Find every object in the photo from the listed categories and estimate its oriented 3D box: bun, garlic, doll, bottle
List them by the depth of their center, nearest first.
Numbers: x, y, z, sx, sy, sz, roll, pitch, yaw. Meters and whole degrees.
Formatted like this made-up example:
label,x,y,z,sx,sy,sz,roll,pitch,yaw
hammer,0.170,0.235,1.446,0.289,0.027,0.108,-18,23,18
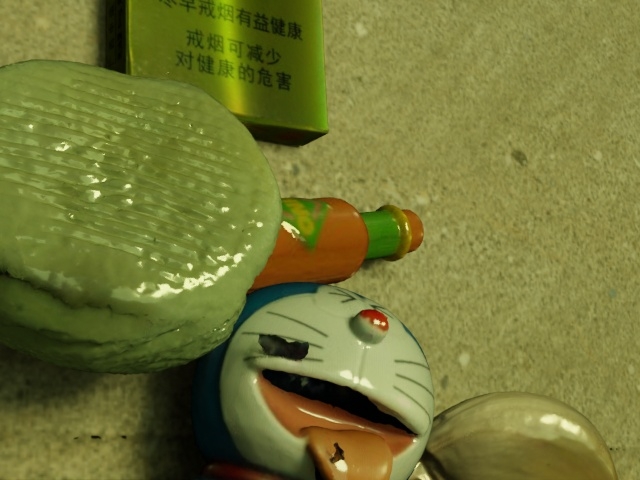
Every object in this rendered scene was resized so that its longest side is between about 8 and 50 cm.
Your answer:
label,x,y,z,sx,sy,sz,roll,pitch,yaw
bun,-0.132,-0.010,0.662,0.221,0.108,0.221,12,51,-15
doll,-0.025,0.148,0.691,0.215,0.161,0.257,17,68,-3
garlic,0.126,0.213,0.798,0.178,0.143,0.229,17,102,5
bottle,0.000,0.000,0.805,0.187,0.069,0.069,-6,81,-40

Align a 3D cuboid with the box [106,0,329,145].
label,x,y,z,sx,sy,sz,roll,pitch,yaw
box,-0.078,-0.235,0.825,0.173,0.043,0.311,6,74,-36
